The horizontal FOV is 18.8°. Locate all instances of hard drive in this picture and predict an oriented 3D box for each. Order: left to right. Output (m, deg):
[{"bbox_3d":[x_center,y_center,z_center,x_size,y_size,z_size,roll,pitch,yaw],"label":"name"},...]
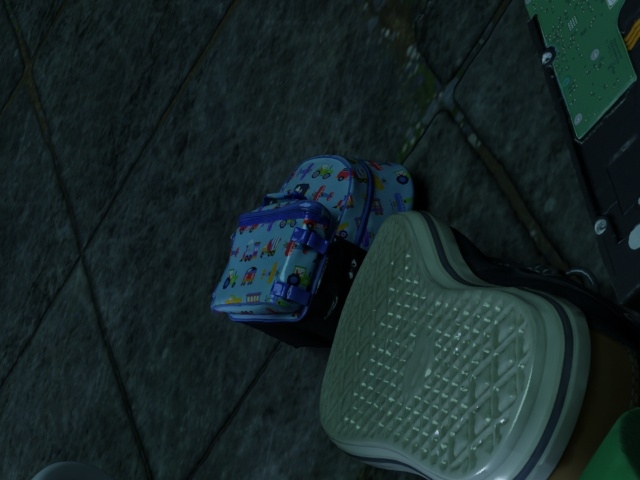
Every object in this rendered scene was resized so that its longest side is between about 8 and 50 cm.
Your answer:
[{"bbox_3d":[0.248,-0.138,1.241,0.237,0.064,0.339,-50,32,30],"label":"hard drive"}]

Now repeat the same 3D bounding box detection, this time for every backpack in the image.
[{"bbox_3d":[0.000,0.000,1.654,0.158,0.117,0.173,1,68,60],"label":"backpack"}]

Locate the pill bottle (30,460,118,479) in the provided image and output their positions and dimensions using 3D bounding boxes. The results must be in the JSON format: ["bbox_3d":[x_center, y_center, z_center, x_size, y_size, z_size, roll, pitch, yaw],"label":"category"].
[{"bbox_3d":[-0.281,0.336,1.875,0.245,0.136,0.136,-48,33,33],"label":"pill bottle"}]

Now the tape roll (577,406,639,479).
[{"bbox_3d":[0.249,0.194,0.846,0.077,0.321,0.321,-61,28,14],"label":"tape roll"}]

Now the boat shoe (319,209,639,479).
[{"bbox_3d":[0.117,0.093,1.347,0.500,0.156,0.187,-156,86,-74],"label":"boat shoe"}]
